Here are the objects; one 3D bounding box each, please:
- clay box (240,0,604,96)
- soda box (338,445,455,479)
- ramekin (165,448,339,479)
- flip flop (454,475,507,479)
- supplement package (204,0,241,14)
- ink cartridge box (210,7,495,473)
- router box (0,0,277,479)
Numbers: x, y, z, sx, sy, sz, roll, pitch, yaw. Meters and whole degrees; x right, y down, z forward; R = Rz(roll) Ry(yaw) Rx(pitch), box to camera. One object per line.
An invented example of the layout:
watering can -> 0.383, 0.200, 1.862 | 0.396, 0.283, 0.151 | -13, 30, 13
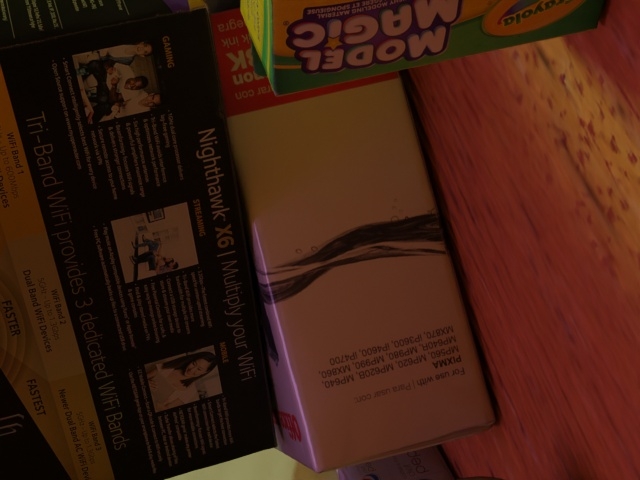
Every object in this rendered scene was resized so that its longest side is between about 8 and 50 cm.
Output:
clay box -> 0.038, -0.129, 0.353 | 0.222, 0.127, 0.053 | 90, 163, -52
soda box -> 0.063, 0.248, 0.821 | 0.069, 0.074, 0.216 | -120, 19, -54
ramekin -> -0.079, 0.301, 1.140 | 0.127, 0.273, 0.273 | 71, -179, -69
flip flop -> 0.102, 0.239, 0.583 | 0.080, 0.112, 0.277 | -58, -43, -69
supplement package -> -0.090, -0.210, 0.753 | 0.139, 0.134, 0.244 | 46, 169, -3
ink cartridge box -> 0.000, 0.000, 0.728 | 0.197, 0.114, 0.273 | 148, 107, -79
router box -> -0.165, 0.018, 0.642 | 0.081, 0.243, 0.309 | -120, 20, -54
